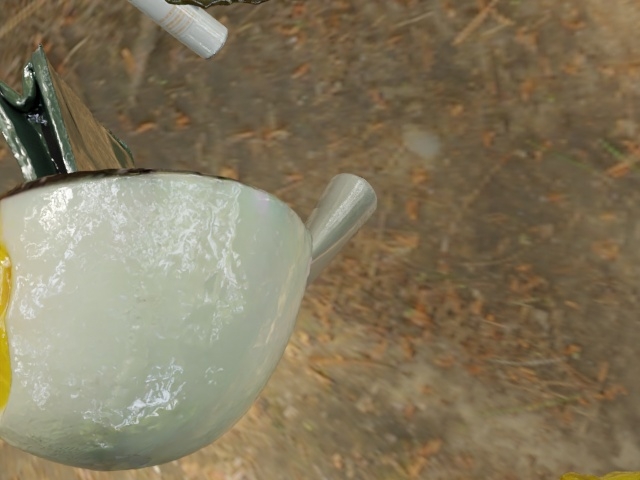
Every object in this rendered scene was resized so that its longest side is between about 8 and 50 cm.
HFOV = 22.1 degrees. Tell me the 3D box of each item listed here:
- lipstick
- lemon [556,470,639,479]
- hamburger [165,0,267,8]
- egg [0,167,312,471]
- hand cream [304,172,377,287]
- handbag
[{"bbox_3d":[-0.154,-0.232,1.599,0.141,0.040,0.040,36,85,-28],"label":"lipstick"},{"bbox_3d":[0.244,0.281,1.267,0.192,0.192,0.231,-31,97,-10],"label":"lemon"},{"bbox_3d":[-0.066,-0.268,0.935,0.261,0.302,0.186,14,131,12],"label":"hamburger"},{"bbox_3d":[-0.162,0.091,1.369,0.337,0.337,0.201,2,67,-13],"label":"egg"},{"bbox_3d":[0.000,0.000,1.594,0.054,0.087,0.186,31,50,6],"label":"hand cream"},{"bbox_3d":[-0.223,-0.035,1.610,0.079,0.247,0.260,-28,65,4],"label":"handbag"}]
